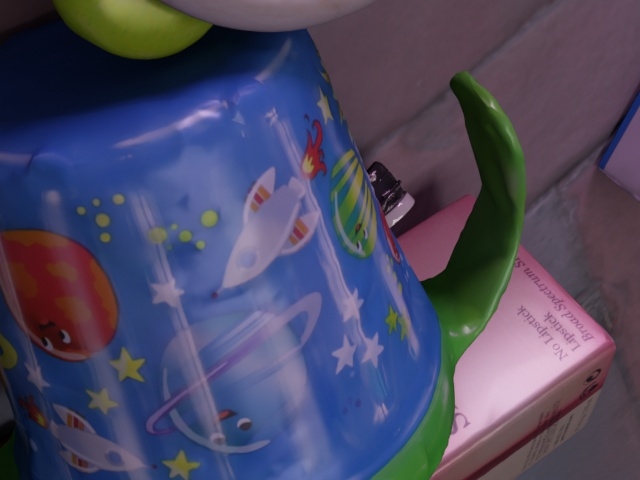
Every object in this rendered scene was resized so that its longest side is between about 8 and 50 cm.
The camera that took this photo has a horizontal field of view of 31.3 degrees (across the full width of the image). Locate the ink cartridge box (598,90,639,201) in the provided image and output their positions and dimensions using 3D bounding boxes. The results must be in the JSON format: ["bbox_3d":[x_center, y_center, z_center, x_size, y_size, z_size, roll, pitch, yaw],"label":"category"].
[{"bbox_3d":[0.373,-0.074,0.876,0.233,0.168,0.171,5,119,-43],"label":"ink cartridge box"}]

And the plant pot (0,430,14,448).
[{"bbox_3d":[-0.152,0.272,0.661,0.235,0.267,0.267,-53,141,-14],"label":"plant pot"}]

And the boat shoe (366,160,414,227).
[{"bbox_3d":[0.000,0.000,0.719,0.125,0.046,0.038,-38,98,12],"label":"boat shoe"}]

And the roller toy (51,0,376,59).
[{"bbox_3d":[-0.033,-0.192,0.453,0.209,0.146,0.191,-23,125,-17],"label":"roller toy"}]

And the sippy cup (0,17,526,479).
[{"bbox_3d":[-0.065,0.009,0.548,0.305,0.240,0.224,-45,135,-38],"label":"sippy cup"}]

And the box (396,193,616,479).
[{"bbox_3d":[0.049,0.104,0.743,0.232,0.148,0.127,-32,152,-18],"label":"box"}]
